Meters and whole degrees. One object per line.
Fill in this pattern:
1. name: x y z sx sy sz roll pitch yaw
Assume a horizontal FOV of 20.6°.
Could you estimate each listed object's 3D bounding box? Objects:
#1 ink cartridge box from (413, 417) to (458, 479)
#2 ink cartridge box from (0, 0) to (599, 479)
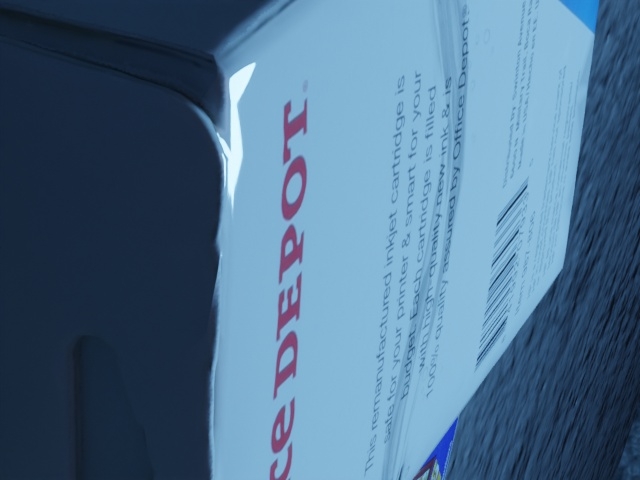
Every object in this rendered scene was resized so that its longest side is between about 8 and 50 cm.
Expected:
1. ink cartridge box: 0.023 0.154 1.202 0.307 0.072 0.303 -31 137 -61
2. ink cartridge box: -0.022 -0.034 0.716 0.395 0.166 0.285 -46 146 -52
